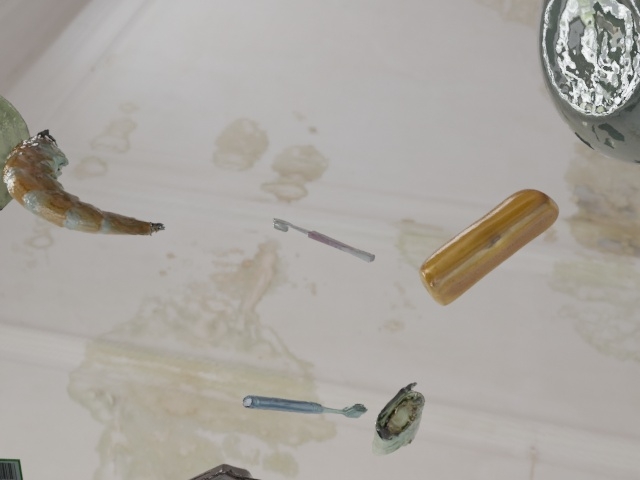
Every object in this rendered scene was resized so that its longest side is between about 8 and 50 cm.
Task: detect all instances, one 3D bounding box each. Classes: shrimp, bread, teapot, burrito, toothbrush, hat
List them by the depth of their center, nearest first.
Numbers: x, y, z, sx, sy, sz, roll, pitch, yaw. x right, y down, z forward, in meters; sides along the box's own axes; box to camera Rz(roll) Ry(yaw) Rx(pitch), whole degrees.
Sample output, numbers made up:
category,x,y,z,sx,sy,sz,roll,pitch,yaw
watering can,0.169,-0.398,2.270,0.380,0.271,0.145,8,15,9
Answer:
category,x,y,z,sx,sy,sz,roll,pitch,yaw
teapot,0.292,-0.159,0.616,0.250,0.183,0.183,-14,-136,-22
burrito,0.088,0.214,0.972,0.044,0.118,0.074,36,-114,21
toothbrush,-0.012,0.195,0.987,0.019,0.219,0.016,-31,-120,29
toothbrush,0.000,-0.002,1.277,0.194,0.017,0.014,19,-158,35
bread,0.258,0.004,1.318,0.239,0.092,0.074,-36,-129,-1
shrimp,-0.405,-0.079,1.370,0.287,0.068,0.185,29,-155,9
hat,-0.675,-0.164,1.578,0.110,0.252,0.252,-3,-148,45

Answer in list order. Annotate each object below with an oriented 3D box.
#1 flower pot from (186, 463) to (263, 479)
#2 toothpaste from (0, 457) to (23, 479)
category,x,y,z,sx,sy,sz,roll,pitch,yaw
flower pot,-0.105,0.366,0.973,0.178,0.251,0.084,-25,-164,2
toothpaste,-0.247,0.251,0.651,0.043,0.037,0.178,18,-146,-42
